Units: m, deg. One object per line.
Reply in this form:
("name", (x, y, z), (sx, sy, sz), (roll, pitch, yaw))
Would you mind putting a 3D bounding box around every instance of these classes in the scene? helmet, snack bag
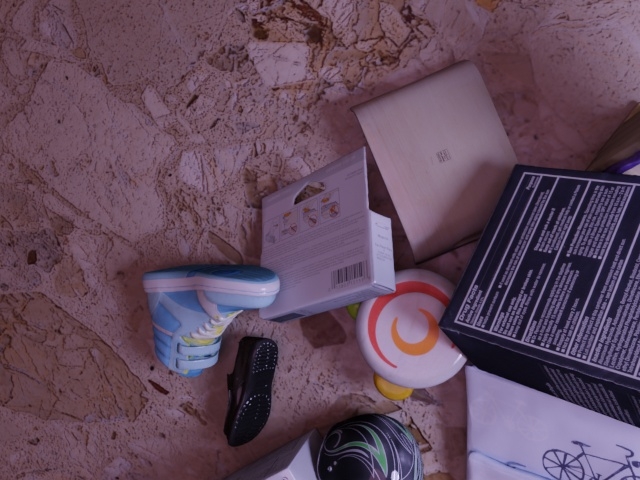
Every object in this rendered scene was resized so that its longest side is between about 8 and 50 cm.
("helmet", (0.094, 0.382, 0.983), (0.162, 0.169, 0.169), (-6, 89, 32))
("snack bag", (0.365, 0.376, 0.880), (0.323, 0.037, 0.342), (10, 109, 41))

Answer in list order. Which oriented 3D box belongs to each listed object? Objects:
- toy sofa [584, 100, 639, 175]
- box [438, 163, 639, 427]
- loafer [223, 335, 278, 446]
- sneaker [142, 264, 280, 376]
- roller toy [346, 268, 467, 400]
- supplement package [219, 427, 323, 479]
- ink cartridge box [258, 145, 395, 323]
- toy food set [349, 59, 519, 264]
("toy sofa", (0.506, -0.130, 0.787), (0.150, 0.362, 0.177), (37, 92, 10))
("box", (0.378, 0.068, 0.809), (0.294, 0.183, 0.296), (15, 69, 43))
("loafer", (-0.138, 0.279, 1.093), (0.078, 0.080, 0.219), (21, 97, 45))
("sneaker", (-0.191, 0.151, 1.047), (0.319, 0.127, 0.208), (-2, 94, 41))
("roller toy", (0.159, 0.150, 0.977), (0.191, 0.146, 0.209), (-19, 78, 5))
("supplement package", (-0.089, 0.502, 1.011), (0.263, 0.198, 0.199), (-32, 84, 11))
("ink cartridge box", (0.000, 0.000, 0.999), (0.275, 0.060, 0.238), (-22, 60, 41))
("toy food set", (0.207, -0.138, 1.005), (0.220, 0.092, 0.305), (-22, 87, 1))
